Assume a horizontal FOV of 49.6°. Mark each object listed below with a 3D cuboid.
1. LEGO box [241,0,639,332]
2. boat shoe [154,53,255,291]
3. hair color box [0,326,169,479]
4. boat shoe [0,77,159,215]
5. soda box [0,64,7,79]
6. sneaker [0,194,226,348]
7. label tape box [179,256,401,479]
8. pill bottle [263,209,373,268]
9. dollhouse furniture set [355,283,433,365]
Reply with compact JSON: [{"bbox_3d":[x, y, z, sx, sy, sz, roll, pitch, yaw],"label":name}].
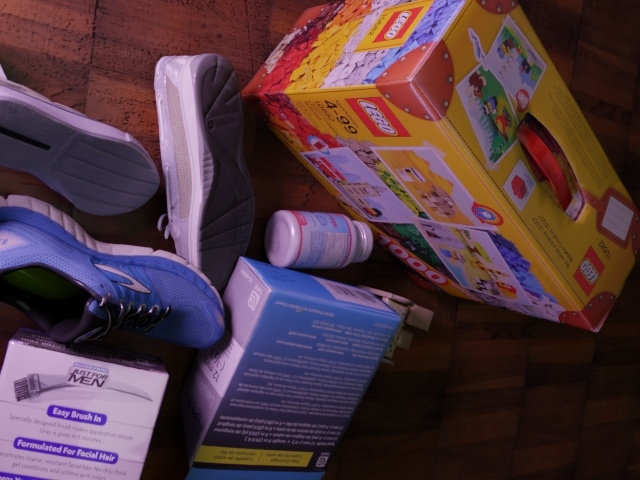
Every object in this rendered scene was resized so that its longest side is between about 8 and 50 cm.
[{"bbox_3d":[0.184,-0.112,1.007,0.500,0.372,0.193,44,71,-32],"label":"LEGO box"},{"bbox_3d":[-0.165,-0.086,0.934,0.118,0.103,0.321,-26,119,-52],"label":"boat shoe"},{"bbox_3d":[-0.320,0.293,0.833,0.185,0.110,0.339,17,89,-18],"label":"hair color box"},{"bbox_3d":[-0.297,-0.116,0.790,0.109,0.094,0.302,-45,154,5],"label":"boat shoe"},{"bbox_3d":[-0.449,-0.160,0.717,0.216,0.069,0.074,-30,114,-30],"label":"soda box"},{"bbox_3d":[-0.260,0.077,0.827,0.330,0.147,0.130,24,122,-32],"label":"sneaker"},{"bbox_3d":[-0.066,0.220,1.025,0.249,0.115,0.348,16,105,-37],"label":"label tape box"},{"bbox_3d":[0.000,0.000,1.065,0.160,0.087,0.087,2,96,-37],"label":"pill bottle"},{"bbox_3d":[0.119,0.189,1.174,0.161,0.101,0.182,23,83,-37],"label":"dollhouse furniture set"}]
